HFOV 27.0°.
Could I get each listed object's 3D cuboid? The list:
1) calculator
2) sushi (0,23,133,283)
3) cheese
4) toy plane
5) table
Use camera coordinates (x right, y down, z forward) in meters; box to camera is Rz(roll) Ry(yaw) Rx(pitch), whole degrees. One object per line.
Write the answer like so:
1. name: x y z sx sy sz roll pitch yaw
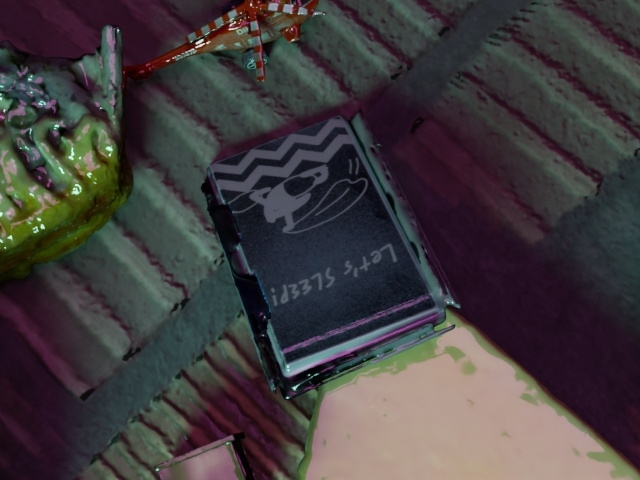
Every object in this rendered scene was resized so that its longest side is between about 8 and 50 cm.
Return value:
1. calculator: 0.000 0.000 1.123 0.165 0.028 0.274 -22 47 -1
2. sushi: -0.272 -0.070 1.155 0.274 0.139 0.184 -29 79 -8
3. cheese: 0.146 0.249 1.075 0.383 0.104 0.384 0 75 2
4. toy plane: -0.091 -0.177 1.213 0.194 0.077 0.126 -43 74 0
5. table: -0.085 0.211 1.106 0.070 0.083 0.082 -22 83 0
